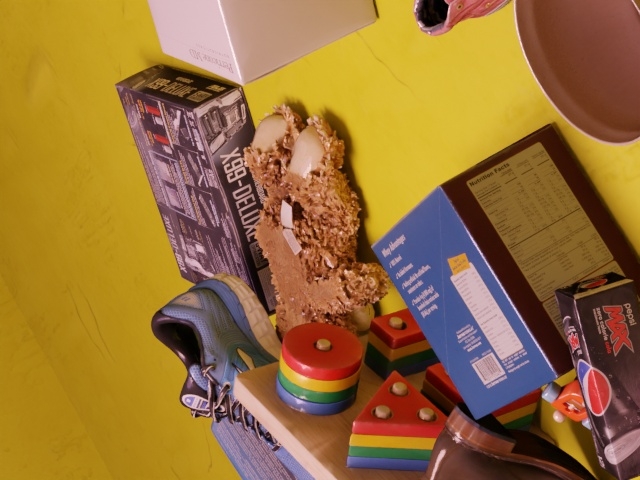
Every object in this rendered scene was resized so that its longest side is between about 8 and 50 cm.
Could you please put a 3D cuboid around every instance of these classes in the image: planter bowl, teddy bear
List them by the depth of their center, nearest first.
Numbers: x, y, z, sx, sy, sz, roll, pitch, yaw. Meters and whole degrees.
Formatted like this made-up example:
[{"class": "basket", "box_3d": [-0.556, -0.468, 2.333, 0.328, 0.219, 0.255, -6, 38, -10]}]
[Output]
[{"class": "planter bowl", "box_3d": [0.239, -0.166, 1.251, 0.162, 0.109, 0.162, 45, 151, 34]}, {"class": "teddy bear", "box_3d": [0.000, 0.000, 1.960, 0.245, 0.113, 0.338, -6, 103, 58]}]

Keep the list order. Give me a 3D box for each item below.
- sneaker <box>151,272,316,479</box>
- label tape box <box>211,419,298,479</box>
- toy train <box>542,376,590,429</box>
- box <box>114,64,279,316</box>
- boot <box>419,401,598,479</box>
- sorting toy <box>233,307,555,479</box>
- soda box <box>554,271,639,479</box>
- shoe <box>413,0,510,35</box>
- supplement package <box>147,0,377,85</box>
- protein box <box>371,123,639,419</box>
[{"class": "sneaker", "box_3d": [-0.089, 0.189, 1.956, 0.330, 0.147, 0.130, 47, 141, 28]}, {"class": "label tape box", "box_3d": [-0.026, 0.255, 2.186, 0.241, 0.106, 0.334, 54, 154, 19]}, {"class": "toy train", "box_3d": [0.294, 0.161, 1.516, 0.166, 0.046, 0.125, 32, 154, -2]}, {"class": "box", "box_3d": [-0.148, -0.068, 2.197, 0.242, 0.076, 0.307, 22, 134, 57]}, {"class": "boot", "box_3d": [0.193, 0.250, 1.683, 0.219, 0.106, 0.082, 28, -169, -26]}, {"class": "sorting toy", "box_3d": [0.082, 0.166, 1.776, 0.257, 0.255, 0.089, 40, 133, 41]}, {"class": "soda box", "box_3d": [0.254, 0.116, 1.415, 0.053, 0.060, 0.169, -148, 41, -77]}, {"class": "shoe", "box_3d": [0.141, -0.231, 1.417, 0.063, 0.081, 0.178, 59, 157, 7]}, {"class": "supplement package", "box_3d": [-0.087, -0.334, 1.656, 0.177, 0.175, 0.293, 27, 139, 52]}, {"class": "protein box", "box_3d": [0.180, 0.034, 1.555, 0.201, 0.136, 0.200, 59, 157, 7]}]
